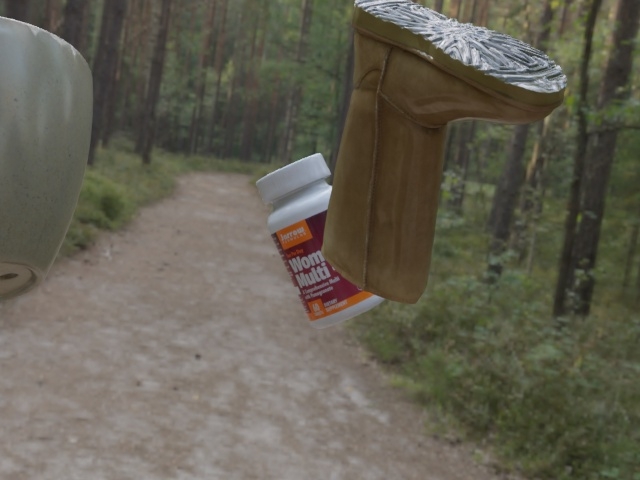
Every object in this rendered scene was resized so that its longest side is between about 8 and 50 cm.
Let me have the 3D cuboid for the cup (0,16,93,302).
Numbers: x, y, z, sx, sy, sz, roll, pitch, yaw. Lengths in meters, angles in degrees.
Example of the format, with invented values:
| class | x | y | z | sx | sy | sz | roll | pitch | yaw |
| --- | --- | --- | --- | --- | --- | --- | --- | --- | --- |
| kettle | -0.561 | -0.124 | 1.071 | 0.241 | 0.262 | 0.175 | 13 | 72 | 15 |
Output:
| class | x | y | z | sx | sy | sz | roll | pitch | yaw |
| --- | --- | --- | --- | --- | --- | --- | --- | --- | --- |
| cup | -0.403 | -0.059 | 1.016 | 0.331 | 0.237 | 0.331 | -11 | -17 | -3 |

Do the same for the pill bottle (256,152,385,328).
| class | x | y | z | sx | sy | sz | roll | pitch | yaw |
| --- | --- | --- | --- | --- | --- | --- | --- | --- | --- |
| pill bottle | 0.000 | 0.000 | 1.285 | 0.121 | 0.221 | 0.121 | -24 | 2 | 1 |

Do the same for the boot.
| class | x | y | z | sx | sy | sz | roll | pitch | yaw |
| --- | --- | --- | --- | --- | --- | --- | --- | --- | --- |
| boot | 0.099 | -0.060 | 0.836 | 0.089 | 0.269 | 0.236 | -14 | 36 | -31 |
